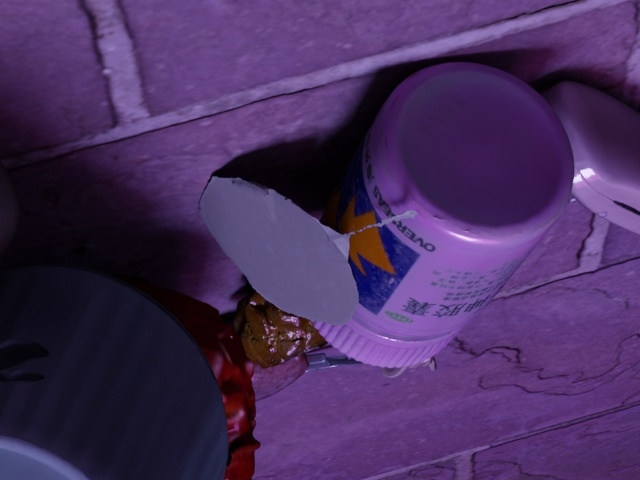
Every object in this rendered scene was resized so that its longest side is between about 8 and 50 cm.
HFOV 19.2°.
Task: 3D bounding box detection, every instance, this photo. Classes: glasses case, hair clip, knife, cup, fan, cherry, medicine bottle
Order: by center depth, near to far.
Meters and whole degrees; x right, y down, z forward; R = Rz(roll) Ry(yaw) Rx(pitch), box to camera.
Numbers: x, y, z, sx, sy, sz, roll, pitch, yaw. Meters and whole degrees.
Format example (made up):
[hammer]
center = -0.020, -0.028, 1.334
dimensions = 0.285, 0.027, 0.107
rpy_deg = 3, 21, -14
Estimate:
[cup]
center = -0.267, 0.239, 1.476
dimensions = 0.401, 0.310, 0.392
rpy_deg = -49, -173, 10
[fan]
center = 0.001, -0.001, 1.644
dimensions = 0.010, 0.182, 0.310
rpy_deg = -49, -162, -28
[medicine bottle]
center = 0.095, -0.015, 1.692
dimensions = 0.178, 0.178, 0.291
rpy_deg = -8, 157, -21
[glasses case]
center = 0.286, -0.071, 1.786
dimensions = 0.075, 0.113, 0.297
rpy_deg = -30, 154, 25
[cherry]
center = -0.123, 0.131, 2.019
dimensions = 0.225, 0.090, 0.107
rpy_deg = -3, 168, -11
[knife]
center = -0.084, 0.177, 2.192
dimensions = 0.278, 0.053, 0.123
rpy_deg = -26, 161, 24
[hair clip]
center = 0.115, 0.107, 2.194
dimensions = 0.072, 0.034, 0.226
rpy_deg = -12, 157, -11

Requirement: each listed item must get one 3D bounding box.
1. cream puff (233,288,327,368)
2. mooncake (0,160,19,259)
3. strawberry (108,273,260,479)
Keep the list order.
[cream puff]
center = -0.036, 0.075, 1.941
dimensions = 0.116, 0.094, 0.122
rpy_deg = -26, -178, 14
[mooncake]
center = -0.332, 0.024, 1.380
dimensions = 0.275, 0.135, 0.275
rpy_deg = -44, -174, 6
[strawberry]
center = -0.216, 0.157, 1.831
dimensions = 0.317, 0.295, 0.345
rpy_deg = -37, -168, 3
